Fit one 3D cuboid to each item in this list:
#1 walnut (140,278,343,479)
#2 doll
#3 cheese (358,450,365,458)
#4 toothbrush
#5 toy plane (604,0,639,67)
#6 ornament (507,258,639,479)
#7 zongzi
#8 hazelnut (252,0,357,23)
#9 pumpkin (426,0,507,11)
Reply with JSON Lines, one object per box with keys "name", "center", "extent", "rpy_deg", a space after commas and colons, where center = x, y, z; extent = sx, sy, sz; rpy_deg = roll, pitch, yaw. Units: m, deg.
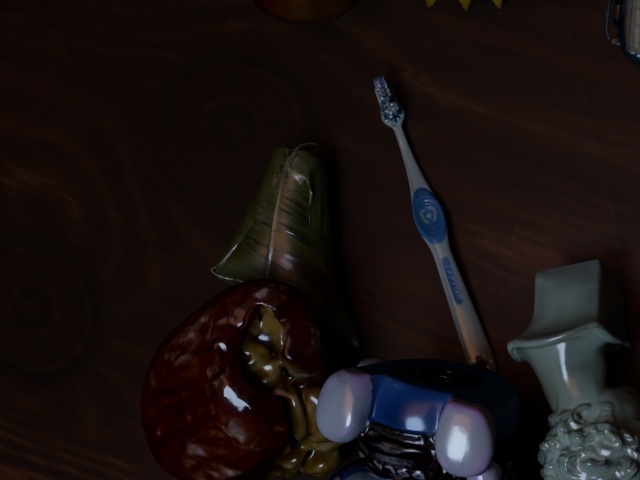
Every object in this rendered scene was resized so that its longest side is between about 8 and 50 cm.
{"name": "walnut", "center": [-0.076, 0.181, 1.694], "extent": [0.244, 0.222, 0.269], "rpy_deg": [48, 154, 3]}
{"name": "doll", "center": [0.112, 0.284, 1.543], "extent": [0.284, 0.240, 0.310], "rpy_deg": [17, 106, 45]}
{"name": "cheese", "center": [0.070, 0.280, 1.707], "extent": [0.060, 0.041, 0.084], "rpy_deg": [-2, 96, 41]}
{"name": "toothbrush", "center": [0.130, -0.017, 1.730], "extent": [0.040, 0.040, 0.386], "rpy_deg": [-27, 71, 27]}
{"name": "toy plane", "center": [0.362, -0.276, 1.601], "extent": [0.096, 0.060, 0.235], "rpy_deg": [7, 89, 27]}
{"name": "ornament", "center": [0.265, 0.150, 1.521], "extent": [0.130, 0.120, 0.285], "rpy_deg": [-29, 52, 25]}
{"name": "zongzi", "center": [0.002, -0.002, 1.779], "extent": [0.204, 0.094, 0.205], "rpy_deg": [29, 96, 24]}
{"name": "hazelnut", "center": [-0.014, -0.366, 1.810], "extent": [0.178, 0.178, 0.204], "rpy_deg": [-19, 41, 30]}
{"name": "pumpkin", "center": [0.197, -0.350, 1.717], "extent": [0.254, 0.149, 0.130], "rpy_deg": [11, 130, 30]}
